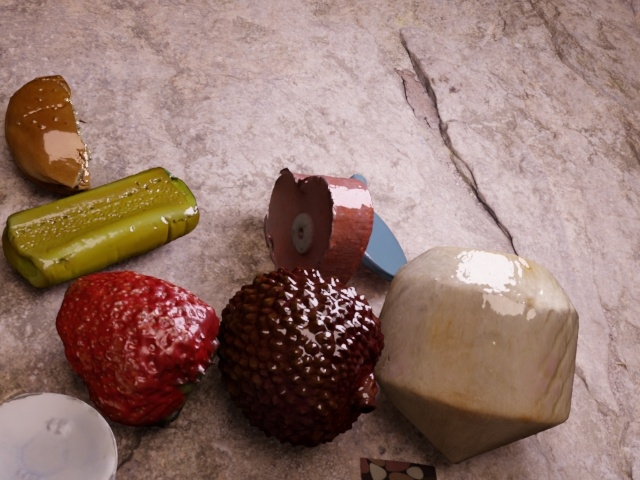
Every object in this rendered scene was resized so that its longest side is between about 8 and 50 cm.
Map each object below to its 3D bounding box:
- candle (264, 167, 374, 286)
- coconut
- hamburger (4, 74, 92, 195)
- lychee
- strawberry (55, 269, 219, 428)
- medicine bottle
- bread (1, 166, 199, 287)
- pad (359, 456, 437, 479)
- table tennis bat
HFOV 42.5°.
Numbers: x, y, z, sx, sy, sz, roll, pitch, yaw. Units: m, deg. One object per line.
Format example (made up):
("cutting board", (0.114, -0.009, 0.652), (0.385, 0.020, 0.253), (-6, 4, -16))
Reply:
("candle", (0.000, 0.000, 1.674), (0.132, 0.317, 0.287), (5, 91, -26))
("coconut", (0.286, 0.220, 1.564), (0.416, 0.344, 0.414), (0, 87, 2))
("hamburger", (-0.551, -0.207, 1.657), (0.157, 0.144, 0.282), (-8, 59, -29))
("lychee", (-0.035, 0.204, 1.451), (0.330, 0.306, 0.306), (25, 44, 23))
("strawberry", (-0.313, 0.166, 1.386), (0.277, 0.257, 0.257), (35, 46, -6))
("medicine bottle", (-0.386, 0.369, 1.132), (0.190, 0.332, 0.189), (10, 48, -11))
("bread", (-0.415, -0.022, 1.587), (0.384, 0.112, 0.166), (-25, 64, -36))
("pad", (0.152, 0.507, 1.482), (0.158, 0.003, 0.234), (11, 49, -17))
("table tennis bat", (0.106, -0.035, 1.841), (0.215, 0.044, 0.329), (31, 29, -31))
